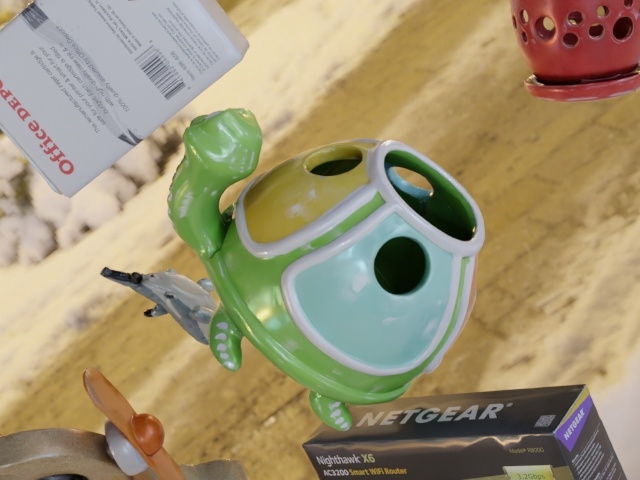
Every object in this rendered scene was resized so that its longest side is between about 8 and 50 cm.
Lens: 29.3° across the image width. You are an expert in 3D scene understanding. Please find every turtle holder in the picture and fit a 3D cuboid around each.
[{"bbox_3d":[0.012,-0.001,1.192,0.227,0.320,0.243,-44,-6,32],"label":"turtle holder"}]

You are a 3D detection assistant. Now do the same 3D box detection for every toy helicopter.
[{"bbox_3d":[-0.200,0.232,1.219,0.235,0.355,0.140,-43,54,29],"label":"toy helicopter"}]

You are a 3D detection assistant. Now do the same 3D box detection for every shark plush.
[{"bbox_3d":[-0.181,0.075,1.426,0.067,0.161,0.073,-49,39,31],"label":"shark plush"}]

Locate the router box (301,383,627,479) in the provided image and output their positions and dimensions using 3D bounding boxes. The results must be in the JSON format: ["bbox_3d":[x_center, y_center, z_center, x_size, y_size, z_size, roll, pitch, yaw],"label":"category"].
[{"bbox_3d":[0.160,0.272,1.211,0.308,0.243,0.081,-12,21,42],"label":"router box"}]

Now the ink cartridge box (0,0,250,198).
[{"bbox_3d":[-0.249,-0.212,1.424,0.273,0.197,0.114,-37,12,11],"label":"ink cartridge box"}]

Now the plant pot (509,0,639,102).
[{"bbox_3d":[0.356,-0.283,1.661,0.191,0.174,0.191,-7,14,2],"label":"plant pot"}]
